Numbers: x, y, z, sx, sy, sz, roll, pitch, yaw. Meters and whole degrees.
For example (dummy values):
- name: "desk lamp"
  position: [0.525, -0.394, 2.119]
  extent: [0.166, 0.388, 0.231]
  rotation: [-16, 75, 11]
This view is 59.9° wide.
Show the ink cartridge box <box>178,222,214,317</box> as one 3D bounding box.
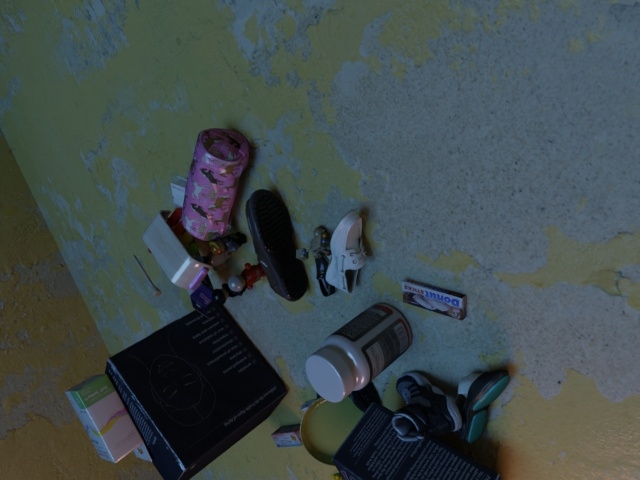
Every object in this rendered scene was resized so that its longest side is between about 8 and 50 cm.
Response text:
- name: "ink cartridge box"
  position: [-0.461, 0.108, 2.014]
  extent: [0.165, 0.065, 0.333]
  rotation: [69, 176, -68]

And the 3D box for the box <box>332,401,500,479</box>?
- name: "box"
  position: [0.272, 0.676, 1.513]
  extent: [0.395, 0.212, 0.294]
  rotation: [22, 148, 37]

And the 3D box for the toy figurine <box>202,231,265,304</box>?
- name: "toy figurine"
  position: [-0.319, 0.096, 1.917]
  extent: [0.213, 0.148, 0.210]
  rotation: [-34, 86, 50]

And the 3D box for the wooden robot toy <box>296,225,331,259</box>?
- name: "wooden robot toy"
  position: [0.000, 0.000, 1.612]
  extent: [0.173, 0.076, 0.079]
  rotation: [-29, 53, 45]

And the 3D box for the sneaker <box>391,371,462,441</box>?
- name: "sneaker"
  position: [0.242, 0.443, 1.482]
  extent: [0.268, 0.153, 0.101]
  rotation: [21, 125, 64]

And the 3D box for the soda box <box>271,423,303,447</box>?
- name: "soda box"
  position: [-0.115, 0.754, 2.143]
  extent: [0.183, 0.058, 0.063]
  rotation: [-30, 89, 51]

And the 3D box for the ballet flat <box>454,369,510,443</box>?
- name: "ballet flat"
  position: [0.387, 0.402, 1.401]
  extent: [0.096, 0.095, 0.281]
  rotation: [47, 140, 39]

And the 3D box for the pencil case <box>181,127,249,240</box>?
- name: "pencil case"
  position: [-0.342, -0.176, 1.782]
  extent: [0.160, 0.167, 0.386]
  rotation: [63, 146, 33]

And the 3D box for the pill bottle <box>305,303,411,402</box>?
- name: "pill bottle"
  position: [0.102, 0.298, 1.487]
  extent: [0.161, 0.283, 0.161]
  rotation: [24, 127, 36]

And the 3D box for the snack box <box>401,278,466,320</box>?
- name: "snack box"
  position: [0.286, 0.149, 1.412]
  extent: [0.178, 0.022, 0.064]
  rotation: [14, 120, 41]

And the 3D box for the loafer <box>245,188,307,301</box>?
- name: "loafer"
  position: [-0.161, 0.022, 1.721]
  extent: [0.130, 0.133, 0.366]
  rotation: [0, 111, 46]

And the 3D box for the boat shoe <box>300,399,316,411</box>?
- name: "boat shoe"
  position: [-0.032, 0.600, 1.994]
  extent: [0.035, 0.035, 0.100]
  rotation: [38, 138, -14]

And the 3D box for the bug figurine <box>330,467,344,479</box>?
- name: "bug figurine"
  position: [0.139, 0.798, 1.878]
  extent: [0.216, 0.072, 0.279]
  rotation: [16, 118, 26]

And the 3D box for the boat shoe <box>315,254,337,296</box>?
- name: "boat shoe"
  position: [0.010, 0.104, 1.662]
  extent: [0.048, 0.042, 0.133]
  rotation: [-4, 107, 50]

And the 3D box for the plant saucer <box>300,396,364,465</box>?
- name: "plant saucer"
  position: [0.054, 0.605, 1.790]
  extent: [0.037, 0.240, 0.241]
  rotation: [-107, -8, -86]

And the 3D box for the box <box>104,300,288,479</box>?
- name: "box"
  position: [-0.471, 0.564, 2.084]
  extent: [0.472, 0.479, 0.297]
  rotation: [47, 140, 17]

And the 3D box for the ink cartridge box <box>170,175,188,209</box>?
- name: "ink cartridge box"
  position: [-0.462, -0.159, 1.968]
  extent: [0.092, 0.090, 0.143]
  rotation: [21, 124, 37]

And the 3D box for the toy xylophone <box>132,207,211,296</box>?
- name: "toy xylophone"
  position: [-0.525, 0.045, 1.915]
  extent: [0.236, 0.081, 0.323]
  rotation: [-43, 63, 19]

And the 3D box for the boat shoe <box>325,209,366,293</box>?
- name: "boat shoe"
  position: [0.085, 0.037, 1.509]
  extent: [0.096, 0.098, 0.277]
  rotation: [37, 143, 26]

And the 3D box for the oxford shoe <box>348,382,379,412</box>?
- name: "oxford shoe"
  position: [0.100, 0.451, 1.750]
  extent: [0.227, 0.082, 0.096]
  rotation: [52, 161, 9]

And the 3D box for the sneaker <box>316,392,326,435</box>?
- name: "sneaker"
  position: [0.024, 0.581, 1.852]
  extent: [0.111, 0.121, 0.300]
  rotation: [6, 116, 44]

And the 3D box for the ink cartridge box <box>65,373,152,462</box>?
- name: "ink cartridge box"
  position: [-0.755, 0.661, 1.976]
  extent: [0.207, 0.119, 0.354]
  rotation: [-22, 96, 53]
